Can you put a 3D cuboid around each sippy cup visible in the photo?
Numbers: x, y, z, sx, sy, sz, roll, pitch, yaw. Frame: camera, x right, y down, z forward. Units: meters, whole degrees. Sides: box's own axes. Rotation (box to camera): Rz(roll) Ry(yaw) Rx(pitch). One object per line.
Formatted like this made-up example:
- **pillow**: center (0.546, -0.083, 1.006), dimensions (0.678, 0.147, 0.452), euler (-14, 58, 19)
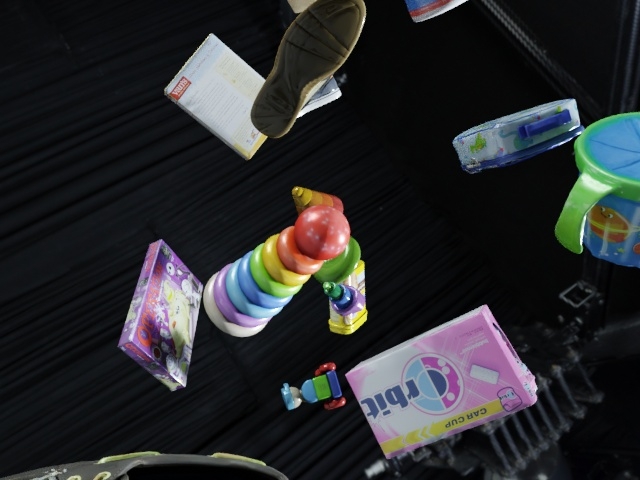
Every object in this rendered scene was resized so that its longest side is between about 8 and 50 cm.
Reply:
- **sippy cup**: center (0.582, -0.080, 0.903), dimensions (0.240, 0.306, 0.224), euler (-78, 160, -44)

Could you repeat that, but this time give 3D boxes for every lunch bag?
- **lunch bag**: center (0.395, -0.210, 0.991), dimensions (0.090, 0.219, 0.176), euler (70, -19, -7)

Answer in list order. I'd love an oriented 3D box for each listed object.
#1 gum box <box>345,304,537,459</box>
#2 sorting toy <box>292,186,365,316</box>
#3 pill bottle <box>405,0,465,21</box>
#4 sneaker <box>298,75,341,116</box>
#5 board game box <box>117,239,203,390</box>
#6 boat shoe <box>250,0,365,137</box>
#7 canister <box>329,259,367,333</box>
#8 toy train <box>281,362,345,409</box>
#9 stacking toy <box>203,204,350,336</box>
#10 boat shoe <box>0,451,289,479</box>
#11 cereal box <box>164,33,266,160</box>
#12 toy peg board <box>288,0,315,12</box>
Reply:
- **gum box**: center (0.139, 0.160, 0.569), dimensions (0.107, 0.188, 0.062), euler (63, 21, 10)
- **sorting toy**: center (0.000, 0.000, 1.108), dimensions (0.126, 0.127, 0.365), euler (42, 23, -44)
- **pill bottle**: center (0.170, -0.491, 0.806), dimensions (0.221, 0.124, 0.124), euler (62, -17, -22)
- **sneaker**: center (-0.095, -0.464, 1.614), dimensions (0.127, 0.321, 0.126), euler (64, -15, -22)
- **board game box**: center (-0.397, 0.183, 1.272), dimensions (0.208, 0.056, 0.346), euler (54, 20, -37)
- **boat shoe**: center (-0.014, -0.163, 0.449), dimensions (0.056, 0.049, 0.152), euler (35, -55, -16)
- **canister**: center (0.072, 0.146, 1.319), dimensions (0.073, 0.126, 0.169), euler (8, -69, 31)
- **toy train**: center (-0.031, 0.395, 1.272), dimensions (0.248, 0.144, 0.105), euler (109, -34, -68)
- **stacking toy**: center (-0.073, 0.049, 0.859), dimensions (0.330, 0.141, 0.141), euler (-39, -98, 41)
- **boat shoe**: center (-0.127, 0.173, 0.311), dimensions (0.068, 0.228, 0.081), euler (-57, -143, 32)
- **cereal box**: center (-0.211, -0.328, 1.142), dimensions (0.240, 0.173, 0.047), euler (39, -8, -16)
- **toy peg board**: center (-0.035, -0.789, 1.482), dimensions (0.161, 0.161, 0.079), euler (41, 48, -61)
